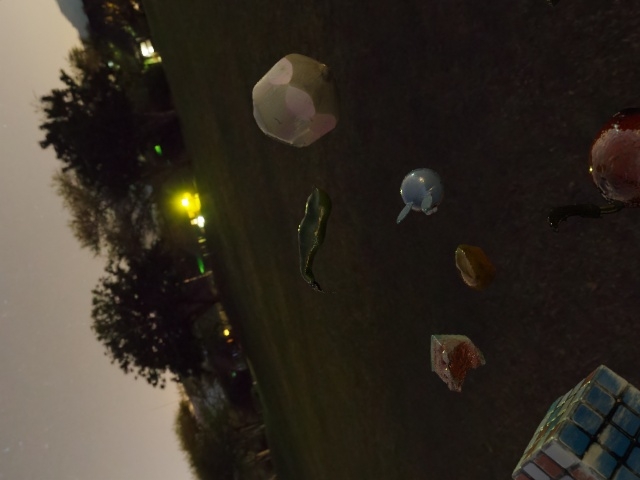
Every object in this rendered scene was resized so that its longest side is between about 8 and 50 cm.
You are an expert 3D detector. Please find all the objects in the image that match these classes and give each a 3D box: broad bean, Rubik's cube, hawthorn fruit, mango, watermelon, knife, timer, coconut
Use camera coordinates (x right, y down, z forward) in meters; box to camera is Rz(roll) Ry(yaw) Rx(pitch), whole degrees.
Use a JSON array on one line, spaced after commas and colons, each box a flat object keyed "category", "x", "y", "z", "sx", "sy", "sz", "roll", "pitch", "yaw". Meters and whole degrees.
[{"category": "broad bean", "x": -0.011, "y": 0.001, "z": 1.344, "sx": 0.056, "sy": 0.098, "sz": 0.318, "roll": -93, "pitch": -1, "yaw": -59}, {"category": "Rubik's cube", "x": 0.633, "y": 0.489, "z": 1.151, "sx": 0.256, "sy": 0.259, "sz": 0.253, "roll": 38, "pitch": 148, "yaw": 23}, {"category": "hawthorn fruit", "x": 0.958, "y": -0.251, "z": 1.538, "sx": 0.316, "sy": 0.315, "sz": 0.316, "roll": 163, "pitch": 90, "yaw": -76}, {"category": "mango", "x": 0.394, "y": 0.069, "z": 1.311, "sx": 0.165, "sy": 0.089, "sz": 0.115, "roll": 22, "pitch": -133, "yaw": -63}, {"category": "watermelon", "x": 0.298, "y": 0.284, "z": 1.218, "sx": 0.121, "sy": 0.158, "sz": 0.098, "roll": -9, "pitch": 103, "yaw": 41}, {"category": "knife", "x": 0.442, "y": -0.048, "z": 0.861, "sx": 0.046, "sy": 0.222, "sz": 0.021, "roll": 57, "pitch": 142, "yaw": 28}, {"category": "timer", "x": 0.365, "y": -0.142, "z": 1.827, "sx": 0.175, "sy": 0.175, "sz": 0.256, "roll": 93, "pitch": -178, "yaw": -53}, {"category": "coconut", "x": -0.051, "y": -0.373, "z": 1.360, "sx": 0.230, "sy": 0.227, "sz": 0.227, "roll": -27, "pitch": 78, "yaw": 38}]

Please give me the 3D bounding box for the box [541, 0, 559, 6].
[{"category": "box", "x": 0.731, "y": -0.873, "z": 1.565, "sx": 0.149, "sy": 0.231, "sz": 0.155, "roll": 26, "pitch": -159, "yaw": -52}]
